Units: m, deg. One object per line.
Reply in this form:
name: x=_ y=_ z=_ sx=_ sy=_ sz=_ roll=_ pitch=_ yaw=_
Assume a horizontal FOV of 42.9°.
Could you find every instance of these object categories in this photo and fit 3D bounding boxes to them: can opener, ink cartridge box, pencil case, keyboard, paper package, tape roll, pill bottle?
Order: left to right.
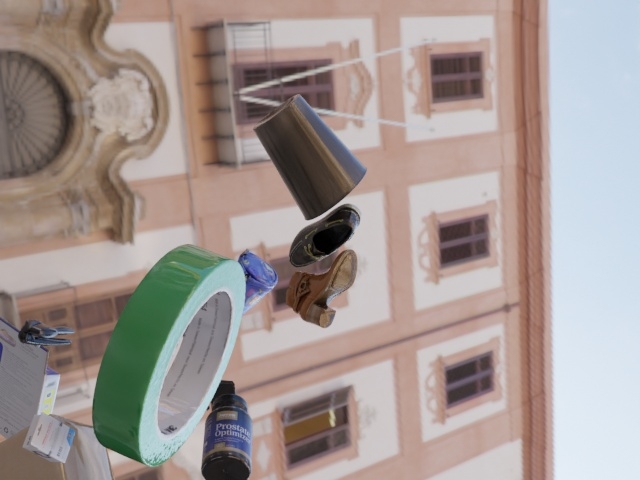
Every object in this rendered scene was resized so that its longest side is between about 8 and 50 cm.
ink cartridge box: x=-0.785 y=0.328 z=2.034 sx=0.303 sy=0.072 sz=0.307 roll=27 pitch=-71 yaw=24
paper package: x=-0.506 y=0.516 z=1.426 sx=0.309 sy=0.168 sz=0.325 roll=-29 pitch=-119 yaw=13
ink cartridge box: x=-0.382 y=0.274 z=1.135 sx=0.028 sy=0.083 sz=0.048 roll=-1 pitch=-122 yaw=20
can opener: x=-0.619 y=0.218 z=1.851 sx=0.073 sy=0.186 sz=0.059 roll=25 pitch=-96 yaw=16
tape roll: x=-0.213 y=0.167 z=1.200 sx=0.077 sy=0.321 sz=0.321 roll=19 pitch=-58 yaw=13
keyboard: x=-0.312 y=0.500 z=2.514 sx=0.023 sy=0.108 sz=0.180 roll=-87 pitch=178 yaw=-59
pencil case: x=-0.247 y=0.164 z=2.141 sx=0.306 sy=0.133 sz=0.119 roll=-46 pitch=-101 yaw=17
pill bottle: x=-0.230 y=0.492 z=2.025 sx=0.219 sy=0.122 sz=0.123 roll=-96 pitch=-164 yaw=-55

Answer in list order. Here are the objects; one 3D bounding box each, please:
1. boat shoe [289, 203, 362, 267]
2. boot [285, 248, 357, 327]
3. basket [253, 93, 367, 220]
boat shoe: x=0.000 y=0.000 z=1.866 sx=0.081 sy=0.069 sz=0.227 roll=40 pitch=-54 yaw=-15
boot: x=-0.005 y=0.093 z=1.885 sx=0.152 sy=0.073 sz=0.197 roll=25 pitch=-91 yaw=50
basket: x=-0.030 y=-0.192 z=1.784 sx=0.154 sy=0.204 sz=0.227 roll=-23 pitch=-71 yaw=43
